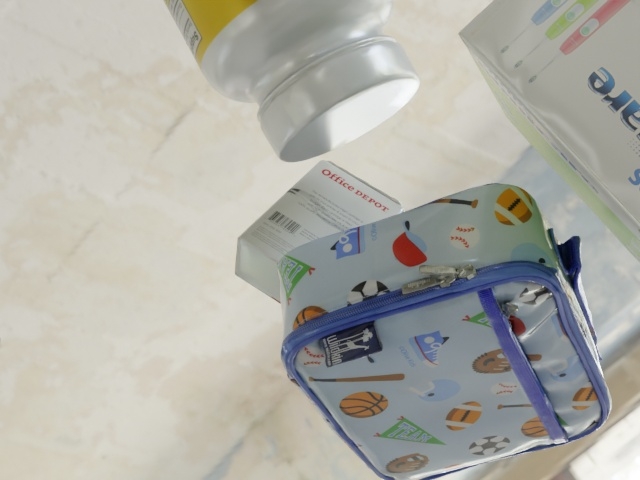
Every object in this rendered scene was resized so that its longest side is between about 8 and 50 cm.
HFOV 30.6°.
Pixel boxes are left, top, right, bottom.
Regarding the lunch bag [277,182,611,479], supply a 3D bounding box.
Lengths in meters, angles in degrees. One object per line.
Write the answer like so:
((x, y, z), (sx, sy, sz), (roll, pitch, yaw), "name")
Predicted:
((0.111, 0.085, 0.960), (0.243, 0.115, 0.303), (-16, -37, 14), "lunch bag")

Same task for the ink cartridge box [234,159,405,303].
((0.000, 0.000, 1.086), (0.135, 0.099, 0.056), (-44, -23, -36), "ink cartridge box")

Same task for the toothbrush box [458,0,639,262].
((0.222, -0.076, 0.804), (0.122, 0.206, 0.283), (-43, -14, 9), "toothbrush box")

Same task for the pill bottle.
((-0.052, -0.247, 1.041), (0.188, 0.334, 0.188), (-28, -10, -5), "pill bottle")
